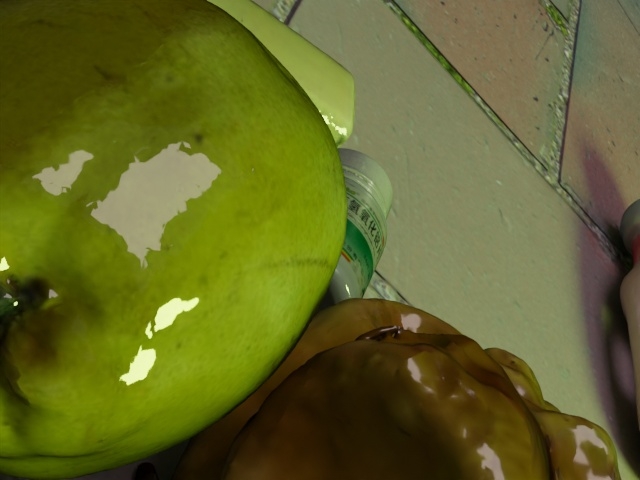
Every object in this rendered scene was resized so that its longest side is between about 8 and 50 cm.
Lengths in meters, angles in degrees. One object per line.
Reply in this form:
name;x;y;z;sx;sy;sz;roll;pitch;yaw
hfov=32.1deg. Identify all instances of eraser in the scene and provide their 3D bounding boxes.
eraser;-0.076;-0.093;0.656;0.172;0.117;0.058;31;42;-34

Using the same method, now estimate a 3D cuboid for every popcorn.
popcorn;0.077;0.180;0.515;0.316;0.281;0.297;61;15;-16

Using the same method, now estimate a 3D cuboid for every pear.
pear;-0.094;-0.012;0.489;0.212;0.212;0.269;50;19;-10

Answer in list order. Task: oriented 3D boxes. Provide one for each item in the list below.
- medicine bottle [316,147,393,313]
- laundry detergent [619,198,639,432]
medicine bottle;0.000;0.000;0.708;0.080;0.080;0.130;47;36;-14
laundry detergent;0.343;0.096;1.052;0.159;0.088;0.335;33;40;-30
